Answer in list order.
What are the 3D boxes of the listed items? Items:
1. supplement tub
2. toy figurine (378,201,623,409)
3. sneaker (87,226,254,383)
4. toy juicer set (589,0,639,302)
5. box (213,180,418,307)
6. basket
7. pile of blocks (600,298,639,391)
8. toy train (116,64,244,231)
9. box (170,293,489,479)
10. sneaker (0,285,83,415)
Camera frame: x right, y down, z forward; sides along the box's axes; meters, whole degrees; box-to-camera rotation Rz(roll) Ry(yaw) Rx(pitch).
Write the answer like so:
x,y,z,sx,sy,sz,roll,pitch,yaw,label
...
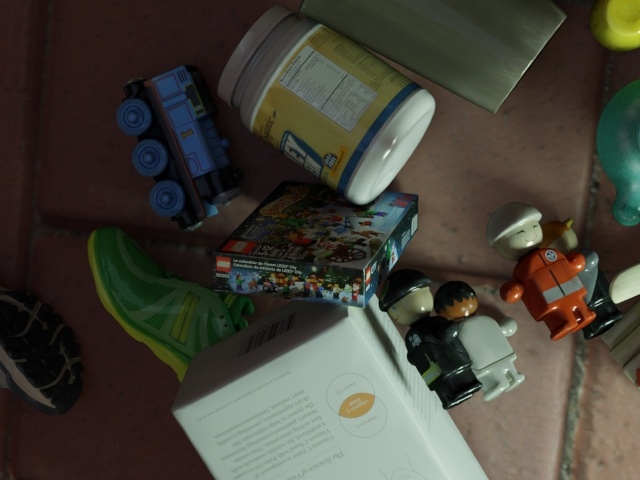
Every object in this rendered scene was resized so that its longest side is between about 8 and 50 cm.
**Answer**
x,y,z,sx,sy,sz,roll,pitch,yaw,label
0.005,-0.147,1.798,0.199,0.144,0.144,35,105,10,supplement tub
0.187,0.063,1.741,0.213,0.209,0.148,-35,75,21,toy figurine
-0.141,0.085,1.897,0.123,0.109,0.295,-43,94,14,sneaker
0.389,-0.104,1.731,0.209,0.089,0.329,-3,88,3,toy juicer set
0.000,0.000,1.771,0.159,0.233,0.044,7,112,15,box
0.126,-0.247,1.748,0.227,0.154,0.204,37,72,3,basket
0.459,0.070,1.712,0.362,0.112,0.149,-20,91,17,pile of blocks
-0.155,-0.105,1.886,0.105,0.080,0.184,-22,90,11,toy train
0.031,0.239,1.778,0.215,0.168,0.345,-29,103,12,box
-0.396,0.108,1.983,0.283,0.110,0.122,45,124,9,sneaker
